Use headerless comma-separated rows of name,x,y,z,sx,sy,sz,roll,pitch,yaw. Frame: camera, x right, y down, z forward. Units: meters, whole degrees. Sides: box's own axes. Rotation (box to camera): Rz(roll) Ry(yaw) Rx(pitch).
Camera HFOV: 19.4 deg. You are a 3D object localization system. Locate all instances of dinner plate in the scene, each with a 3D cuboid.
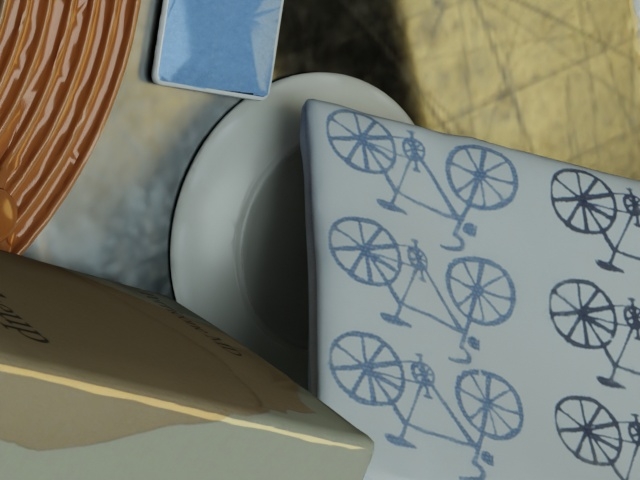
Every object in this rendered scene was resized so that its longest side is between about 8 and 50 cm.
dinner plate,0.000,0.000,0.793,0.141,0.017,0.141,-9,106,-35

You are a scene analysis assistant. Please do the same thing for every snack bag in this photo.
snack bag,0.132,0.125,0.733,0.323,0.037,0.342,14,58,-22

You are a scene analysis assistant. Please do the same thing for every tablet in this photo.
tablet,-0.038,-0.100,0.749,0.054,0.006,0.083,6,94,-33

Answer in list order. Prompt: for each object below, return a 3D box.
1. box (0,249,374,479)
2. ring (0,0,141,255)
box,-0.148,0.063,0.586,0.311,0.148,0.121,18,99,-46
ring,-0.198,-0.105,0.618,0.336,0.032,0.337,-9,105,-35
